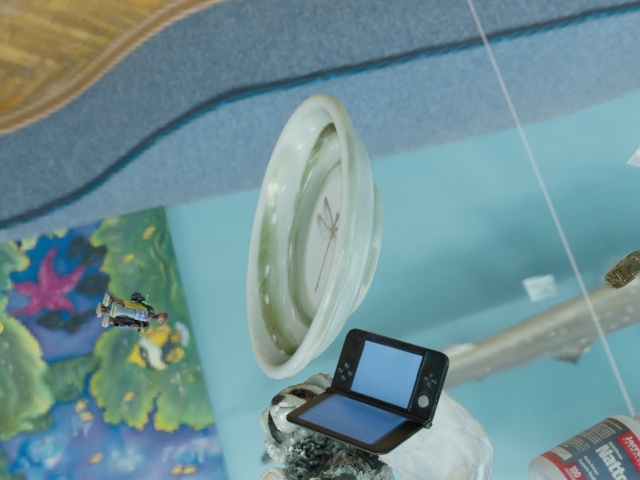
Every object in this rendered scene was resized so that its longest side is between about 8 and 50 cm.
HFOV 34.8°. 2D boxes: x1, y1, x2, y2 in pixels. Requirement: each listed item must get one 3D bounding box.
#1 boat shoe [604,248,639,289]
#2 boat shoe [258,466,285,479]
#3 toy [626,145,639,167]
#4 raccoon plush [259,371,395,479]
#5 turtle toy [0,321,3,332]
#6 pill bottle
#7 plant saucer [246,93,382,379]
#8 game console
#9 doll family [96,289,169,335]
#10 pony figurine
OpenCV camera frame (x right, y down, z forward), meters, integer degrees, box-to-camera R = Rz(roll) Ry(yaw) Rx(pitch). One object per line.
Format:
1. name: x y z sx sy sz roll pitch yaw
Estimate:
1. boat shoe: 0.618 0.041 1.976 0.152 0.056 0.049 -34 -174 39
2. boat shoe: -0.077 0.583 1.967 0.097 0.324 0.116 0 -166 -32
3. toy: 0.605 -0.122 1.557 0.237 0.056 0.137 20 168 7
4. raccoon plush: 0.026 0.462 1.867 0.216 0.299 0.446 -21 117 -7
5. turtle toy: -0.609 0.168 1.734 0.130 0.066 0.095 -46 172 29
6. pill bottle: 0.357 0.277 1.249 0.180 0.108 0.108 -26 161 -14
7. plant saucer: 0.000 0.000 1.432 0.100 0.400 0.400 10 150 -19
8. game console: 0.044 0.140 0.965 0.122 0.107 0.071 13 172 39
9. doll family: -0.370 0.146 2.016 0.111 0.076 0.193 16 -171 -23
10. pony figurine: 0.135 0.353 1.130 0.303 0.351 0.363 -51 148 -18
